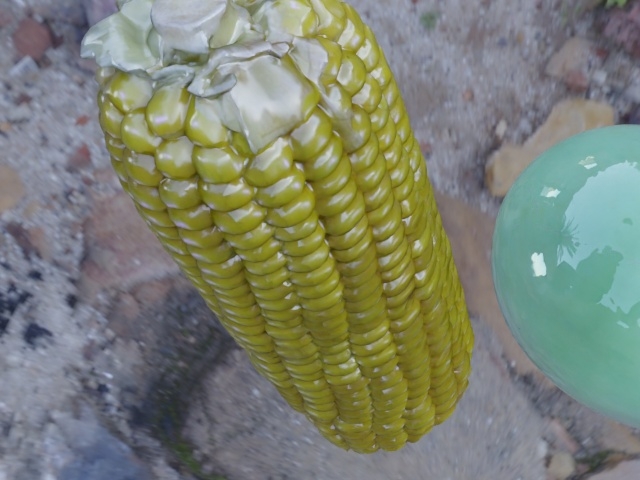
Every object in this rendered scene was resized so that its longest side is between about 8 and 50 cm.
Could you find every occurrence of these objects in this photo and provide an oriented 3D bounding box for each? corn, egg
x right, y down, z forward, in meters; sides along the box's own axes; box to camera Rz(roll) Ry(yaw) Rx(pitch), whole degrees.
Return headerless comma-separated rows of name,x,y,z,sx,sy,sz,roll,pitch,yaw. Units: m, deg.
corn,0.000,0.000,0.743,0.144,0.387,0.144,-11,55,16
egg,0.258,0.033,1.070,0.270,0.220,0.220,41,85,6
